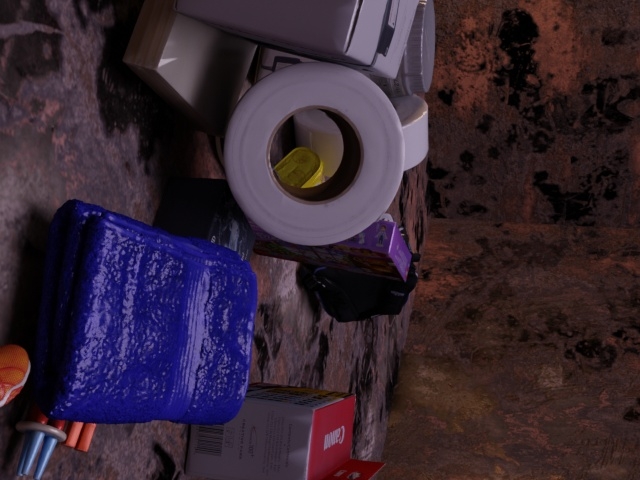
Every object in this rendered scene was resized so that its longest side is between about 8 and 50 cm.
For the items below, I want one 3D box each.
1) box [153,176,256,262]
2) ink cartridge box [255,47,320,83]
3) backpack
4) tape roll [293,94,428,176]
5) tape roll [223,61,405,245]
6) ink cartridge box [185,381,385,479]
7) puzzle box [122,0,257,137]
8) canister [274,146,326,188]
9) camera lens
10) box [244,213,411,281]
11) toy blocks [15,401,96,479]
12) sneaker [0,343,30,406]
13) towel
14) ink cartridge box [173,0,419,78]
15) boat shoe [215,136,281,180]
[{"bbox_3d":[-0.171,0.017,1.119,0.158,0.093,0.156,68,30,-56],"label":"box"},{"bbox_3d":[-0.041,-0.370,1.326,0.237,0.100,0.172,130,-32,-73],"label":"ink cartridge box"},{"bbox_3d":[0.095,0.074,1.858,0.263,0.276,0.213,81,6,-49],"label":"backpack"},{"bbox_3d":[0.084,-0.231,1.642,0.286,0.286,0.100,-63,153,-56],"label":"tape roll"},{"bbox_3d":[-0.015,-0.126,1.104,0.169,0.246,0.246,-122,-148,-79],"label":"tape roll"},{"bbox_3d":[-0.039,0.328,1.335,0.309,0.271,0.130,23,71,-75],"label":"ink cartridge box"},{"bbox_3d":[-0.127,-0.373,1.073,0.272,0.052,0.409,45,63,-75],"label":"puzzle box"},{"bbox_3d":[-0.041,-0.091,1.540,0.126,0.073,0.170,-45,156,-11],"label":"canister"},{"bbox_3d":[0.091,-0.411,1.632,0.219,0.274,0.220,3,90,-75],"label":"camera lens"},{"bbox_3d":[0.000,0.000,1.359,0.201,0.293,0.057,50,52,-68],"label":"box"},{"bbox_3d":[-0.275,0.191,0.846,0.123,0.054,0.148,68,29,-57],"label":"toy blocks"},{"bbox_3d":[-0.313,0.123,0.678,0.175,0.064,0.068,-48,129,-71],"label":"sneaker"},{"bbox_3d":[-0.177,0.093,0.884,0.308,0.076,0.228,23,65,-58],"label":"towel"},{"bbox_3d":[-0.016,-0.306,1.006,0.307,0.223,0.129,-22,128,-73],"label":"ink cartridge box"},{"bbox_3d":[-0.116,-0.137,1.314,0.233,0.079,0.084,69,30,-54],"label":"boat shoe"}]
